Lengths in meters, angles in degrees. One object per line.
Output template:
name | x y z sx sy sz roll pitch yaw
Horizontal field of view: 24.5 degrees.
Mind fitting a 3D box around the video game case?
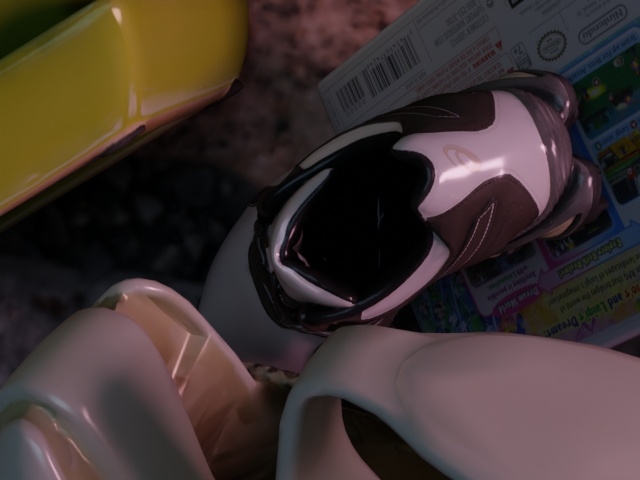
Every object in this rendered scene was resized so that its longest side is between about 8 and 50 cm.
video game case | 0.074 -0.028 0.519 0.157 0.019 0.143 -34 75 46

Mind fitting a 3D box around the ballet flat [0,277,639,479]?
ballet flat | 0.014 0.091 0.438 0.483 0.182 0.164 2 48 31

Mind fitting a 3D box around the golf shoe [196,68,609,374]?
golf shoe | 0.000 0.000 0.514 0.198 0.094 0.077 -35 75 43

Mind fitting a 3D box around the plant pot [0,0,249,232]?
plant pot | -0.159 -0.096 0.524 0.228 0.227 0.207 -31 94 12
